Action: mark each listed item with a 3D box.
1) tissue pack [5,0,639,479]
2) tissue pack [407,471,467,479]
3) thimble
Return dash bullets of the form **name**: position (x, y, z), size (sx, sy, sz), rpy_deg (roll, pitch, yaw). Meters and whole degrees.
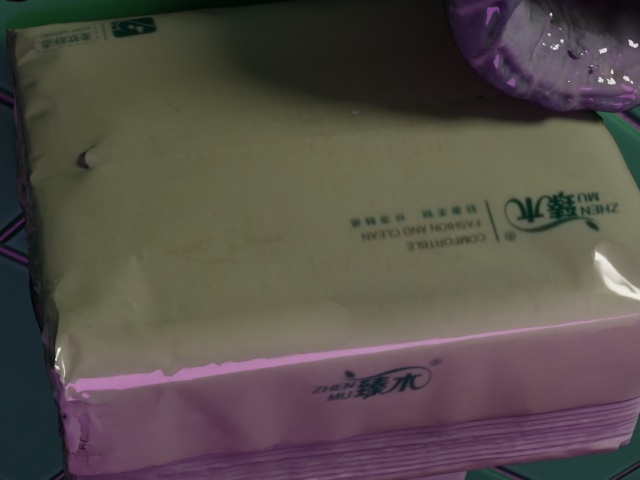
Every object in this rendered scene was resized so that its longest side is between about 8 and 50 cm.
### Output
- **tissue pack**: position (0.000, 0.000, 1.124), size (0.380, 0.297, 0.207), rpy_deg (-8, 142, -12)
- **tissue pack**: position (0.047, 0.090, 1.336), size (0.124, 0.185, 0.225), rpy_deg (-4, 140, -9)
- **thimble**: position (0.173, -0.199, 1.035), size (0.236, 0.172, 0.205), rpy_deg (-8, 145, -5)
